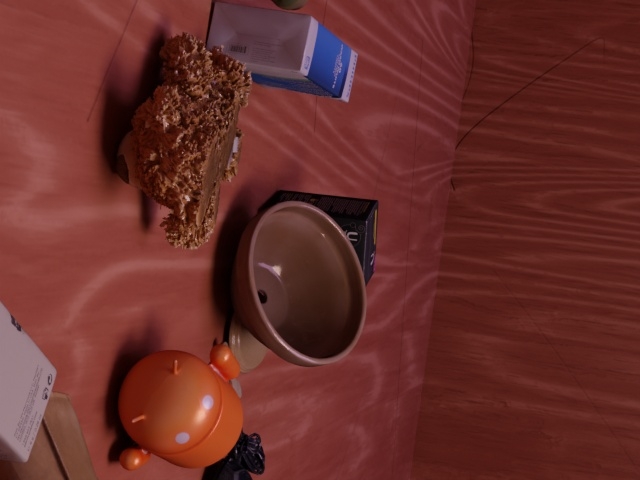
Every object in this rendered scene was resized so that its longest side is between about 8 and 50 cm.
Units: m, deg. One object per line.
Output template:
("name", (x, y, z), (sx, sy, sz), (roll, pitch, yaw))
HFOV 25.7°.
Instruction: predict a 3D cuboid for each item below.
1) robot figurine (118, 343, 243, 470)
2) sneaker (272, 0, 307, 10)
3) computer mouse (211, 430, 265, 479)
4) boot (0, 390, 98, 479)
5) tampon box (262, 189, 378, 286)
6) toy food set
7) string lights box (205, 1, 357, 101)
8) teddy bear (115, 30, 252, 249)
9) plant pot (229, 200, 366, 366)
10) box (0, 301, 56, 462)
("robot figurine", (-0.169, 0.206, 1.694), (0.219, 0.158, 0.128), (58, 20, -68))
("sneaker", (-0.082, -0.374, 1.738), (0.086, 0.064, 0.192), (-12, 78, -63))
("computer mouse", (-0.138, 0.399, 2.039), (0.188, 0.072, 0.272), (67, 22, -59))
("boot", (-0.261, 0.270, 1.271), (0.269, 0.089, 0.236), (66, 13, 17))
("tampon box", (0.000, 0.000, 2.131), (0.101, 0.161, 0.120), (-57, 152, -66))
("toy food set", (-0.111, 0.137, 2.063), (0.192, 0.039, 0.132), (-56, 144, -46))
("string lights box", (-0.047, -0.249, 1.887), (0.260, 0.133, 0.076), (11, 90, -76))
("teddy bear", (-0.158, -0.121, 1.649), (0.338, 0.113, 0.245), (-74, 172, -54))
("plant pot", (-0.051, 0.071, 2.002), (0.237, 0.110, 0.237), (21, 59, -42))
("box", (-0.315, 0.082, 1.123), (0.275, 0.113, 0.094), (74, 28, -60))
